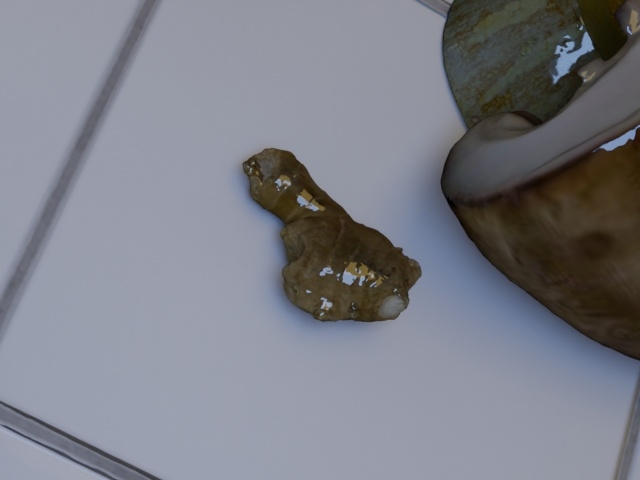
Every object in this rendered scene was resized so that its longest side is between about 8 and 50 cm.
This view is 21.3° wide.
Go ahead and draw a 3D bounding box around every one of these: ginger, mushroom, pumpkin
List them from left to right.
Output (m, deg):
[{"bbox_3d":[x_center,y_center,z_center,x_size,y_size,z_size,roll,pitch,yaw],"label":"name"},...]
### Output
[{"bbox_3d":[-0.005,0.005,1.269,0.165,0.067,0.096,41,56,9],"label":"ginger"},{"bbox_3d":[0.220,-0.160,1.430,0.217,0.110,0.217,14,58,-24],"label":"pumpkin"},{"bbox_3d":[0.322,0.014,1.320,0.313,0.224,0.397,-39,112,-9],"label":"mushroom"}]
